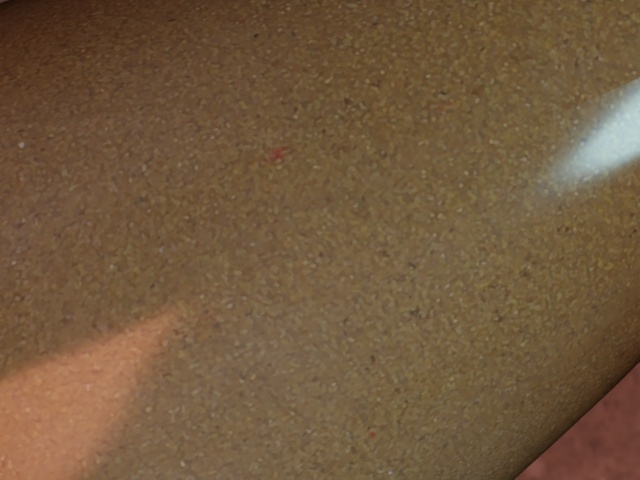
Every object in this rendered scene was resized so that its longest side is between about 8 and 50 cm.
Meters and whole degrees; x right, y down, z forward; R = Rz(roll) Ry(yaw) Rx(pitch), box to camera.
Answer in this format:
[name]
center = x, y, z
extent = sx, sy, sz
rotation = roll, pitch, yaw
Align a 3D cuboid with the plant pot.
[plant pot]
center = 0.000, 0.000, 0.560
extent = 0.254, 0.237, 0.237
rotation = -27, 96, 11
